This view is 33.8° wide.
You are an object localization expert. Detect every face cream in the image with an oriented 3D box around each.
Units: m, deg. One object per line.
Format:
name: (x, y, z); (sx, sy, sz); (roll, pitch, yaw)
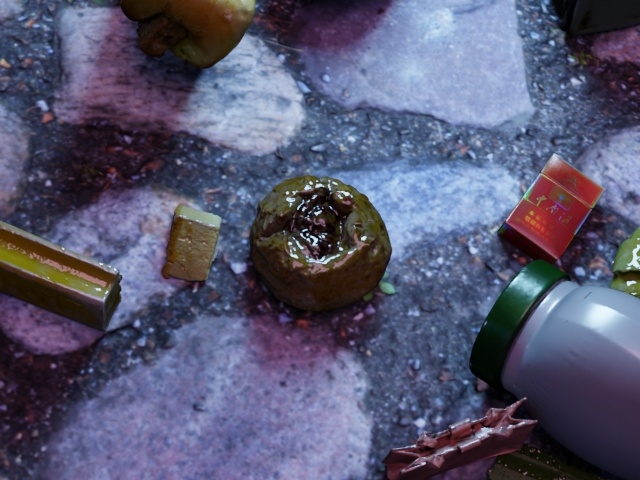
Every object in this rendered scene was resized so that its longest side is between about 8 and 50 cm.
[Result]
face cream: (0.419, 0.202, 1.541); (0.357, 0.312, 0.219); (32, 67, 25)

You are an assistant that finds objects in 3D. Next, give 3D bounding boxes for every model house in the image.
model house: (0.520, -0.560, 1.908); (0.317, 0.297, 0.282); (-14, 75, -14)

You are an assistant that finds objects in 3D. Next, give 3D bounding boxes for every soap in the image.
soap: (-0.411, 0.048, 1.545); (0.232, 0.140, 0.073); (22, 64, -1)

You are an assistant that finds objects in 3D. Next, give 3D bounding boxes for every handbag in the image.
handbag: (0.200, 0.299, 1.532); (0.212, 0.157, 0.059); (-18, 70, -10)

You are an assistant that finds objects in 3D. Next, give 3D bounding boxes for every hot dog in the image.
hot dog: (-0.218, -0.423, 1.729); (0.185, 0.223, 0.405); (23, 34, -20)

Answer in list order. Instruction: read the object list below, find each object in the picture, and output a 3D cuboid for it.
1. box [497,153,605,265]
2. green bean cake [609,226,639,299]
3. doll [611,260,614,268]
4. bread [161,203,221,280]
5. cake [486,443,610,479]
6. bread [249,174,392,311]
box: (0.395, -0.051, 1.793); (0.112, 0.048, 0.175); (35, 65, 6)
green bean cake: (0.612, 0.135, 1.641); (0.310, 0.285, 0.202); (52, 54, -34)
doll: (0.546, 0.045, 1.777); (0.099, 0.058, 0.143); (25, 57, 24)
bread: (-0.202, 0.009, 1.672); (0.084, 0.080, 0.109); (13, 100, -5)
cake: (0.369, 0.398, 1.599); (0.235, 0.099, 0.100); (21, 63, 23)
bread: (0.000, 0.000, 1.657); (0.230, 0.123, 0.230); (4, 68, -10)
